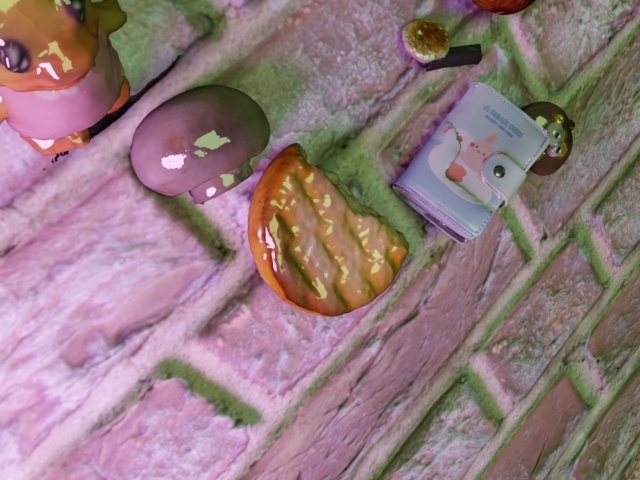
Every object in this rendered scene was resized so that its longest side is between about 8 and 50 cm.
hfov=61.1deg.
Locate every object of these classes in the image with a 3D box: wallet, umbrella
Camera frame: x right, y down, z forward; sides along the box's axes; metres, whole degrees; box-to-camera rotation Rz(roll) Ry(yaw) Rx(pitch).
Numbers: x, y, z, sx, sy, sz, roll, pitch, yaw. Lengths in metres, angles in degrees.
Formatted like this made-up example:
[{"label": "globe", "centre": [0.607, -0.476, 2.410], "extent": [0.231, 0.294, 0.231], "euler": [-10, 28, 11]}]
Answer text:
[{"label": "wallet", "centre": [0.261, -0.134, 0.930], "extent": [0.176, 0.075, 0.250], "euler": [38, 77, 3]}, {"label": "umbrella", "centre": [0.221, -0.313, 0.921], "extent": [0.133, 0.031, 0.036], "euler": [-16, 83, -27]}]

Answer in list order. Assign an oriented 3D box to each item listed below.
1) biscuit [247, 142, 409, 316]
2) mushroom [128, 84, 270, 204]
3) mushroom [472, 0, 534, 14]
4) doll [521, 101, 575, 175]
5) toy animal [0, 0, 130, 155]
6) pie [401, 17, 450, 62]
[{"label": "biscuit", "centre": [-0.001, 0.000, 0.817], "extent": [0.274, 0.091, 0.213], "euler": [45, 74, -31]}, {"label": "mushroom", "centre": [-0.148, -0.126, 0.699], "extent": [0.188, 0.117, 0.141], "euler": [-33, 104, -16]}, {"label": "mushroom", "centre": [0.310, -0.488, 0.849], "extent": [0.267, 0.254, 0.267], "euler": [-6, 122, -9]}, {"label": "doll", "centre": [0.402, -0.172, 1.025], "extent": [0.145, 0.096, 0.188], "euler": [40, 89, -23]}, {"label": "toy animal", "centre": [-0.277, -0.197, 0.515], "extent": [0.169, 0.281, 0.195], "euler": [42, 78, -10]}, {"label": "pie", "centre": [0.170, -0.325, 0.876], "extent": [0.084, 0.020, 0.084], "euler": [3, 75, -12]}]
